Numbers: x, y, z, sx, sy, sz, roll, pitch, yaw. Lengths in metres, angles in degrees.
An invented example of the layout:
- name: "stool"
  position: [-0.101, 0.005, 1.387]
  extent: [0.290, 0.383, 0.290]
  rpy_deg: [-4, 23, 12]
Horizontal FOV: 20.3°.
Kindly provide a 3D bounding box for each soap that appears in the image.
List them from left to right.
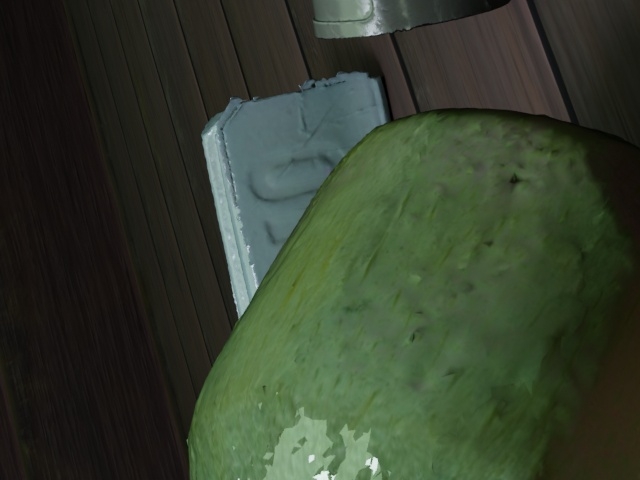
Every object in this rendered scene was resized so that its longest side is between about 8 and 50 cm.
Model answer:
- name: "soap"
  position: [0.000, 0.000, 1.453]
  extent: [0.094, 0.150, 0.261]
  rpy_deg: [-179, 77, -72]

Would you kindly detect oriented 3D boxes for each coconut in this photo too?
- name: "coconut"
  position: [0.090, 0.080, 0.853]
  extent: [0.281, 0.328, 0.328]
  rpy_deg: [13, 125, 30]

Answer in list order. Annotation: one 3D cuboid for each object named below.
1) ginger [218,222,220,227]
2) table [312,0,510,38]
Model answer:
- name: "ginger"
  position: [-0.058, 0.034, 1.909]
  extent: [0.104, 0.080, 0.204]
  rpy_deg: [-130, 27, -76]
- name: "table"
  position: [0.039, -0.243, 1.079]
  extent: [0.126, 0.126, 0.220]
  rpy_deg: [-145, 42, -72]
